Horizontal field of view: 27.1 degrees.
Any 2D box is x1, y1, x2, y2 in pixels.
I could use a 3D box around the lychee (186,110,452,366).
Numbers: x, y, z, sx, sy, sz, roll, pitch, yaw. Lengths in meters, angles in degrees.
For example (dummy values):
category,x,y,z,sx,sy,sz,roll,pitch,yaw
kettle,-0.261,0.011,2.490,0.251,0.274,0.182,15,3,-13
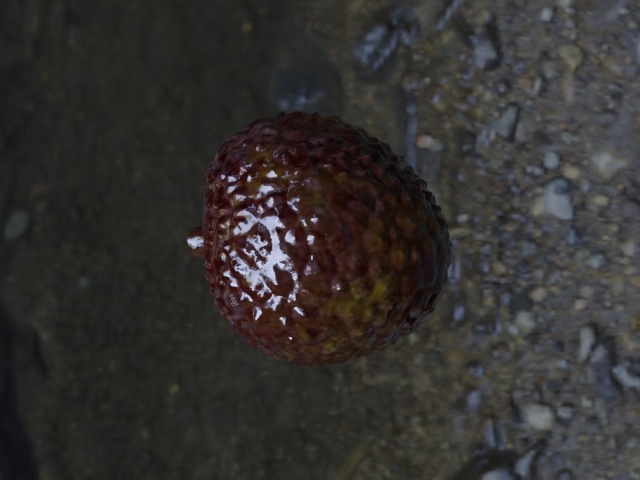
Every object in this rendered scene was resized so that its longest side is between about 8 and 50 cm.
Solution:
category,x,y,z,sx,sy,sz,roll,pitch,yaw
lychee,0.000,0.000,1.299,0.261,0.261,0.260,-3,86,42
